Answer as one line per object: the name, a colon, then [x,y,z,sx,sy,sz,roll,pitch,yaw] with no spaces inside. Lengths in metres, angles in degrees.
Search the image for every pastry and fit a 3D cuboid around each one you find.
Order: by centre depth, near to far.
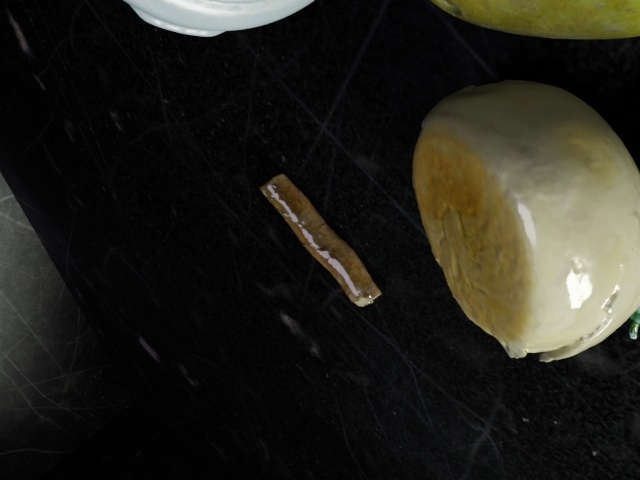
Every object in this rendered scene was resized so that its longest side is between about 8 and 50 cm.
pastry: [0.183,-0.023,0.654,0.264,0.133,0.264,56,161,31]

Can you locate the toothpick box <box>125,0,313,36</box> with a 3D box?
toothpick box: [-0.142,-0.307,0.497,0.355,0.263,0.263,41,152,46]

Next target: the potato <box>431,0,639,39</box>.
potato: [0.156,-0.212,0.474,0.228,0.197,0.148,11,117,8]

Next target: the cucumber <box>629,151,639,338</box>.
cucumber: [0.301,-0.001,0.634,0.056,0.056,0.250,25,140,39]

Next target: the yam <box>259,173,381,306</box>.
yam: [0.000,0.000,1.058,0.241,0.057,0.057,50,151,3]
